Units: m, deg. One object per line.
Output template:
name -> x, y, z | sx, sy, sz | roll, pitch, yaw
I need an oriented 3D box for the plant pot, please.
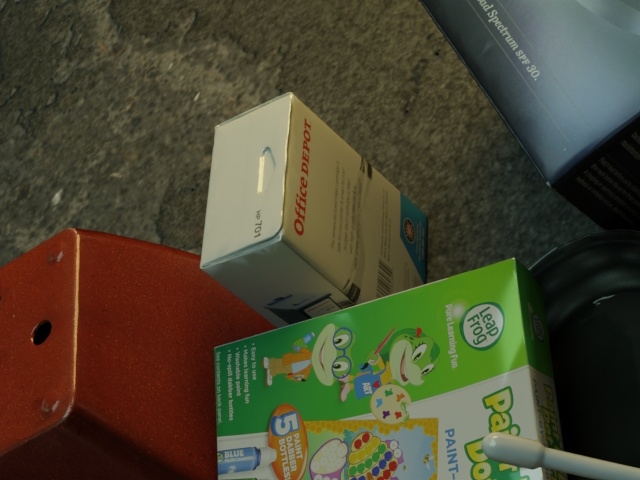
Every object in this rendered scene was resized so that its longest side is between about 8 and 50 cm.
plant pot -> -0.177, 0.146, 1.350 | 0.267, 0.235, 0.267 | -28, 45, 25

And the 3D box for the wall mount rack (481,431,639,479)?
wall mount rack -> 0.243, 0.215, 0.963 | 0.304, 0.130, 0.350 | -11, 53, 29

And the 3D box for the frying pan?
frying pan -> 0.226, 0.123, 1.127 | 0.197, 0.053, 0.326 | -52, 48, 8

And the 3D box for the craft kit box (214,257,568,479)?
craft kit box -> 0.045, 0.161, 1.175 | 0.246, 0.061, 0.250 | -17, 59, 21

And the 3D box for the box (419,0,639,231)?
box -> 0.230, -0.210, 1.217 | 0.294, 0.182, 0.296 | -39, 60, 13

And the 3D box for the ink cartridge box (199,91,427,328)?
ink cartridge box -> 0.000, 0.000, 1.326 | 0.082, 0.190, 0.140 | -21, 48, 31
